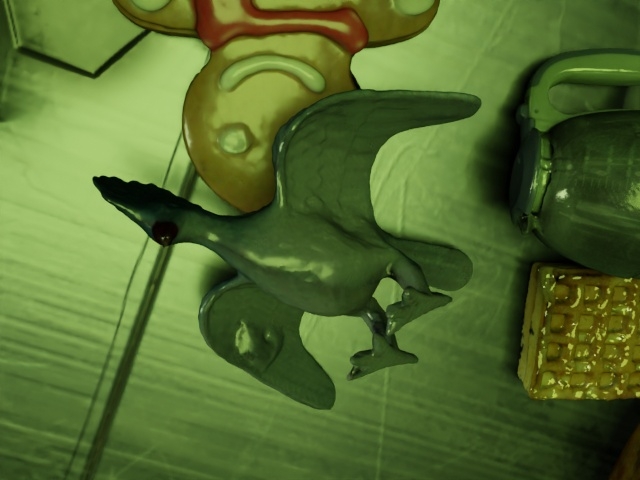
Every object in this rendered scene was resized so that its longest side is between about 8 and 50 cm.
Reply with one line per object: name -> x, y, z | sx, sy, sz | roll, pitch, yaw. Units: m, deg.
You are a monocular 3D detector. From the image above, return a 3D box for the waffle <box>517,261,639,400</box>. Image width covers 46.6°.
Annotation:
waffle -> 0.222, 0.067, 0.551 | 0.147, 0.042, 0.103 | 2, 102, -10

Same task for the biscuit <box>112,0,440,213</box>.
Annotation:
biscuit -> -0.022, -0.181, 0.460 | 0.215, 0.047, 0.340 | 5, 100, -10

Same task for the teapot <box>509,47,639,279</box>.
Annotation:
teapot -> 0.182, -0.053, 0.490 | 0.108, 0.111, 0.149 | 9, 105, 3

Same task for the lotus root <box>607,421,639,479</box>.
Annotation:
lotus root -> 0.300, 0.276, 0.538 | 0.193, 0.193, 0.291 | -2, 101, -9

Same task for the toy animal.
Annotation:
toy animal -> 0.000, 0.000, 0.464 | 0.255, 0.176, 0.239 | 1, 125, -53
